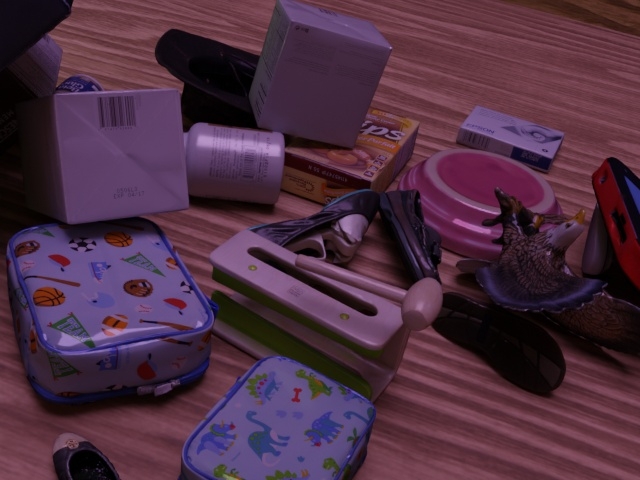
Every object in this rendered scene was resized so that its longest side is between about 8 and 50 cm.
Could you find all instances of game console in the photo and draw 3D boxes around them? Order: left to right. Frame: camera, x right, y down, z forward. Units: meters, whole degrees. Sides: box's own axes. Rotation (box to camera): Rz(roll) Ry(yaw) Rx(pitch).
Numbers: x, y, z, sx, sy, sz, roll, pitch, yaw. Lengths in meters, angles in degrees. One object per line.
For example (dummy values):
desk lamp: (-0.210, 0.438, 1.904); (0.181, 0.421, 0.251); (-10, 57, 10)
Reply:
game console: (0.604, 0.040, 1.282); (0.342, 0.060, 0.387); (35, 32, -12)

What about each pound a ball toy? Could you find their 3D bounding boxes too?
pound a ball toy: (0.009, 0.076, 1.029); (0.319, 0.208, 0.135); (25, 36, 21)

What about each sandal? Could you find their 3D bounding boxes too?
sandal: (0.265, 0.143, 1.142); (0.219, 0.090, 0.060); (25, 13, 32)

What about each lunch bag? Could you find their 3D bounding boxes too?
lunch bag: (-0.274, 0.085, 1.018); (0.243, 0.115, 0.303); (-6, 36, -29)
lunch bag: (-0.048, 0.236, 0.877); (0.176, 0.090, 0.219); (23, 35, 16)

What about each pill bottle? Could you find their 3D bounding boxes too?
pill bottle: (-0.478, -0.243, 1.460); (0.094, 0.094, 0.169); (13, 33, 2)
pill bottle: (-0.183, -0.139, 1.362); (0.229, 0.131, 0.131); (6, 33, -9)

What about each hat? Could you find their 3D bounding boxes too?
hat: (-0.200, -0.300, 1.600); (0.331, 0.134, 0.331); (22, 32, -15)

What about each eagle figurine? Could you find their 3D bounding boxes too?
eagle figurine: (0.347, 0.051, 1.176); (0.226, 0.225, 0.298); (-12, 49, -3)

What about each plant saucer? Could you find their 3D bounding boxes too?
plant saucer: (0.313, -0.082, 1.475); (0.331, 0.084, 0.332); (8, 33, -5)

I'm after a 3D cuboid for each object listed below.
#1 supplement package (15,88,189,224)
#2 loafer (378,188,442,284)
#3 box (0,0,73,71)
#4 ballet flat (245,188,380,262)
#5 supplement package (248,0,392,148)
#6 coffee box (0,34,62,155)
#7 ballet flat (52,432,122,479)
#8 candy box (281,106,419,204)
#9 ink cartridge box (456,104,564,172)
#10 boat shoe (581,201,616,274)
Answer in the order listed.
supplement package: (-0.338, -0.132, 1.162); (0.177, 0.176, 0.293); (-9, 11, -30)
loafer: (0.162, -0.015, 1.297); (0.084, 0.096, 0.268); (-20, 35, 0)
box: (-0.616, -0.323, 1.081); (0.479, 0.297, 0.472); (-38, 27, 4)
ballet flat: (0.000, 0.000, 1.259); (0.280, 0.095, 0.096); (-21, 54, -25)
supplement package: (-0.008, -0.307, 1.417); (0.194, 0.203, 0.149); (10, 30, -20)
coffee box: (-0.579, -0.285, 1.403); (0.168, 0.119, 0.297); (-34, 36, 11)
ballet flat: (-0.233, 0.260, 0.820); (0.057, 0.049, 0.173); (-18, 43, -39)
candy box: (0.063, -0.173, 1.529); (0.182, 0.088, 0.316); (20, 35, 13)
ink cartridge box: (0.452, -0.252, 1.807); (0.223, 0.045, 0.224); (21, 34, 14)
boat shoe: (0.543, -0.007, 1.430); (0.088, 0.096, 0.267); (17, 25, 16)
